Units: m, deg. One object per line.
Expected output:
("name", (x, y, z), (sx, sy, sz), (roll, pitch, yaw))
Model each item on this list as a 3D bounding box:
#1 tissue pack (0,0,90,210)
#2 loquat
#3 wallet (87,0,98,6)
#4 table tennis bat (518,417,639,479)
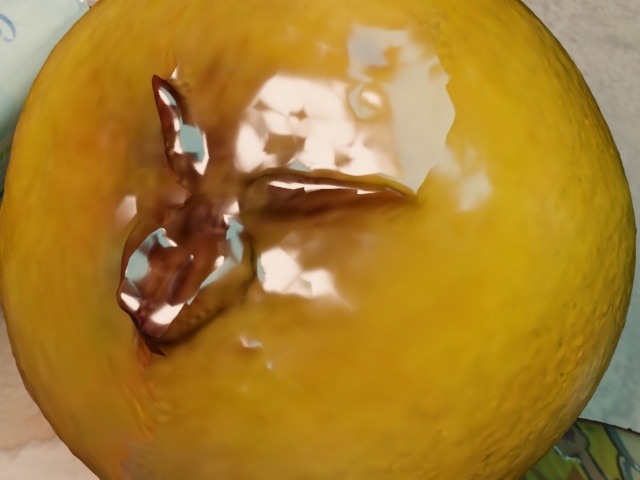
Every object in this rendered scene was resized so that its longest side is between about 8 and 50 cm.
("tissue pack", (-0.231, -0.019, 0.608), (0.089, 0.177, 0.263), (34, 57, 6))
("loquat", (0.000, 0.000, 0.598), (0.329, 0.359, 0.328), (-1, 88, 20))
("wallet", (-0.101, -0.218, 0.848), (0.190, 0.033, 0.095), (-6, 63, -17))
("table tennis bat", (0.109, 0.252, 0.595), (0.268, 0.051, 0.415), (41, 52, 19))
